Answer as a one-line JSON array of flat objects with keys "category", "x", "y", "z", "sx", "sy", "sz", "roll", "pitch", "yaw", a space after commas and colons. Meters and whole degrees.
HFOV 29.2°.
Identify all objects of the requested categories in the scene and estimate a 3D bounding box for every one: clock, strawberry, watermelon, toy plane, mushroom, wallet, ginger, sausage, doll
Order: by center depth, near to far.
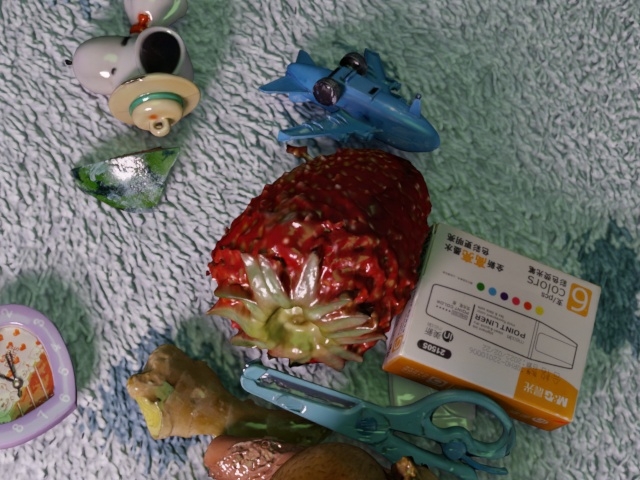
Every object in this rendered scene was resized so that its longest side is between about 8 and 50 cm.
[{"category": "mushroom", "x": 0.035, "y": 0.379, "z": 1.508, "sx": 0.283, "sy": 0.195, "sz": 0.263, "roll": -44, "pitch": 69, "yaw": -5}, {"category": "sausage", "x": -0.005, "y": 0.311, "z": 1.627, "sx": 0.305, "sy": 0.078, "sz": 0.078, "roll": 13, "pitch": 70, "yaw": -8}, {"category": "clock", "x": -0.408, "y": 0.193, "z": 1.655, "sx": 0.172, "sy": 0.064, "sz": 0.198, "roll": 21, "pitch": 70, "yaw": 0}, {"category": "ginger", "x": -0.121, "y": 0.226, "z": 1.680, "sx": 0.295, "sy": 0.086, "sz": 0.131, "roll": 13, "pitch": 58, "yaw": -12}, {"category": "strawberry", "x": -0.002, "y": -0.001, "z": 1.688, "sx": 0.292, "sy": 0.292, "sz": 0.343, "roll": 14, "pitch": 50, "yaw": -3}, {"category": "wallet", "x": 0.157, "y": 0.186, "z": 1.750, "sx": 0.124, "sy": 0.032, "sz": 0.182, "roll": 0, "pitch": 72, "yaw": -7}, {"category": "watermelon", "x": -0.283, "y": -0.090, "z": 1.779, "sx": 0.155, "sy": 0.080, "sz": 0.101, "roll": -5, "pitch": 108, "yaw": -11}, {"category": "toy plane", "x": 0.055, "y": -0.203, "z": 1.802, "sx": 0.271, "sy": 0.105, "sz": 0.254, "roll": 22, "pitch": 46, "yaw": 22}, {"category": "doll", "x": -0.239, "y": -0.301, "z": 1.802, "sx": 0.208, "sy": 0.144, "sz": 0.271, "roll": 30, "pitch": 75, "yaw": 13}]

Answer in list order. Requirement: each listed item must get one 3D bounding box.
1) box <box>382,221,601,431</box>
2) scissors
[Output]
[{"category": "box", "x": 0.244, "y": 0.122, "z": 1.728, "sx": 0.274, "sy": 0.091, "sz": 0.220, "roll": 20, "pitch": 67, "yaw": -10}, {"category": "scissors", "x": 0.077, "y": 0.245, "z": 1.658, "sx": 0.393, "sy": 0.032, "sz": 0.180, "roll": 22, "pitch": 102, "yaw": -8}]
